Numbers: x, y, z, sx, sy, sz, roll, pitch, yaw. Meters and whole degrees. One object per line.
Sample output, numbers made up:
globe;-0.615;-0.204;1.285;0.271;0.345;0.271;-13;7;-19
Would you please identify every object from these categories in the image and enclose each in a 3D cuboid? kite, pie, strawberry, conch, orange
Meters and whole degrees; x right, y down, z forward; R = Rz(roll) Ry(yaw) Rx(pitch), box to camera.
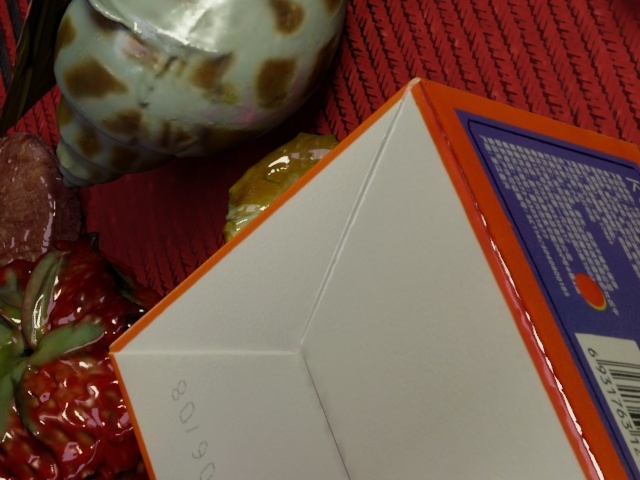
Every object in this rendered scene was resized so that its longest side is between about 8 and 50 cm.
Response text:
kite;-0.190;-0.233;1.549;0.013;0.327;0.377;23;72;4
pie;-0.290;-0.010;1.723;0.182;0.049;0.182;-8;78;43
strawberry;-0.187;0.150;1.497;0.261;0.257;0.261;-23;46;26
conch;-0.106;-0.189;1.442;0.368;0.249;0.197;-60;29;4
orange;0.000;0.000;1.390;0.160;0.170;0.112;27;135;43

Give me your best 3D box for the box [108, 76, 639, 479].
box;0.096;0.141;1.176;0.318;0.257;0.348;-42;56;31
